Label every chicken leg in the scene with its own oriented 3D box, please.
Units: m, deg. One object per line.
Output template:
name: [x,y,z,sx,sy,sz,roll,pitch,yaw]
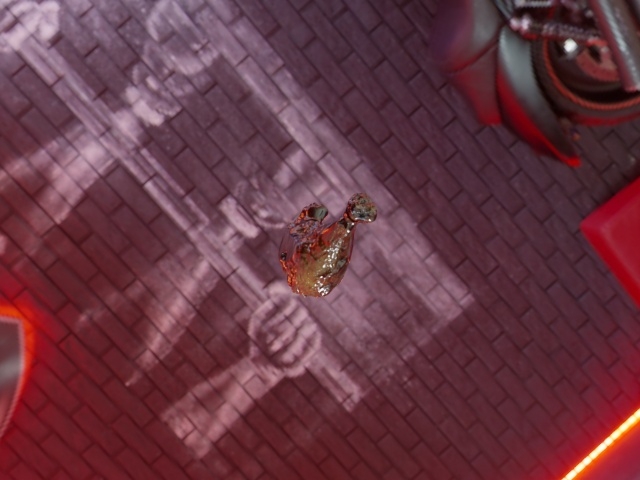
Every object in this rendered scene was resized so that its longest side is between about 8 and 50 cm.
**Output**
chicken leg: [-0.002,0.006,0.766,0.048,0.090,0.219,12,176,-11]
